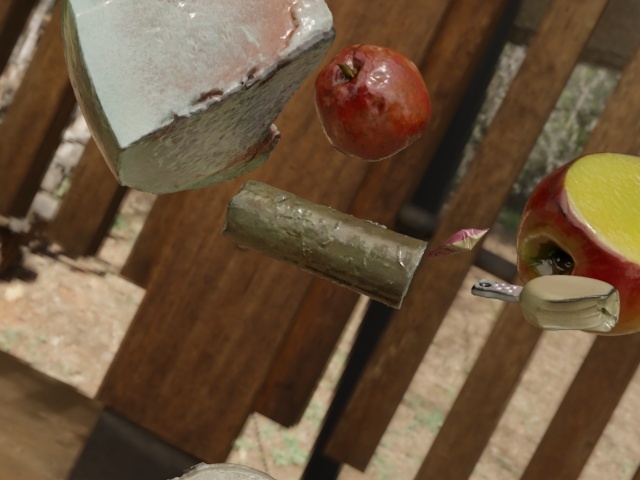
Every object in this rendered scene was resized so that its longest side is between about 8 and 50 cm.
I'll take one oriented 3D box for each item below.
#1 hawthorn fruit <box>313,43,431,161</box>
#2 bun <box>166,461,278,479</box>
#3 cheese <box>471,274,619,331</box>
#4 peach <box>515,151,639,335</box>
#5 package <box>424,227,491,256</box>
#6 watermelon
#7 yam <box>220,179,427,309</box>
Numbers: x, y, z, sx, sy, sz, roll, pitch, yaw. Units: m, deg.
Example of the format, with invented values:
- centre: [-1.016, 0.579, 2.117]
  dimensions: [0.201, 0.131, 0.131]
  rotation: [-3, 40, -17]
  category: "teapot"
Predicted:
- centre: [0.068, -0.220, 1.735]
  dimensions: [0.179, 0.179, 0.200]
  rotation: [32, -8, 42]
  category: "hawthorn fruit"
- centre: [-0.132, 0.457, 1.660]
  dimensions: [0.263, 0.263, 0.175]
  rotation: [28, -13, 9]
  category: "bun"
- centre: [0.257, 0.070, 1.320]
  dimensions: [0.171, 0.047, 0.092]
  rotation: [3, 17, 12]
  category: "cheese"
- centre: [0.410, 0.002, 1.571]
  dimensions: [0.275, 0.248, 0.245]
  rotation: [-12, -8, -18]
  category: "peach"
- centre: [0.186, 0.003, 1.542]
  dimensions: [0.083, 0.029, 0.059]
  rotation: [-18, -6, -30]
  category: "package"
- centre: [-0.086, -0.181, 0.909]
  dimensions: [0.214, 0.289, 0.320]
  rotation: [-9, -12, 19]
  category: "watermelon"
- centre: [0.000, 0.000, 1.410]
  dimensions: [0.259, 0.093, 0.093]
  rotation: [21, 4, 13]
  category: "yam"
